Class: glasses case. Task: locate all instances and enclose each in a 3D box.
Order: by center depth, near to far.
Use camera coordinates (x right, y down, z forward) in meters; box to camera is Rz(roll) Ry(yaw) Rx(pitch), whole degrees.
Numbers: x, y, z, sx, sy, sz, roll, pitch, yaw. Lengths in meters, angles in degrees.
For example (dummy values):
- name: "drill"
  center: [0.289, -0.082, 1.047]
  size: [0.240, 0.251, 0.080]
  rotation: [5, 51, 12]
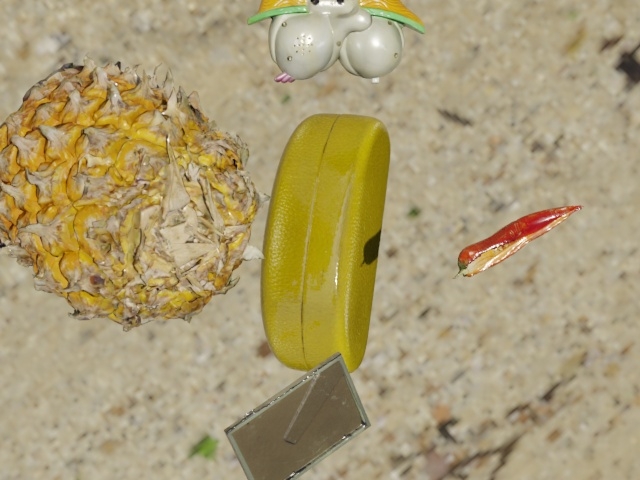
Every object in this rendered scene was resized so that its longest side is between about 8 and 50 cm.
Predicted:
- name: "glasses case"
  center: [0.000, 0.000, 2.137]
  size: [0.173, 0.141, 0.371]
  rotation: [28, 68, -72]

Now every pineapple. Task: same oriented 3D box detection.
- name: "pineapple"
  center: [-0.242, -0.057, 1.934]
  size: [0.352, 0.300, 0.352]
  rotation: [-16, 118, -34]

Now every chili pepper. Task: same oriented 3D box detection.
- name: "chili pepper"
  center: [0.222, -0.005, 1.725]
  size: [0.178, 0.027, 0.045]
  rotation: [-28, 150, -7]

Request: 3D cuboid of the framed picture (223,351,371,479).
- name: "framed picture"
  center: [-0.022, 0.197, 1.589]
  size: [0.149, 0.011, 0.109]
  rotation: [-33, 127, -18]

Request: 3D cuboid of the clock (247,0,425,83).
- name: "clock"
  center: [0.020, -0.275, 1.961]
  size: [0.231, 0.144, 0.103]
  rotation: [-1, -173, -3]
